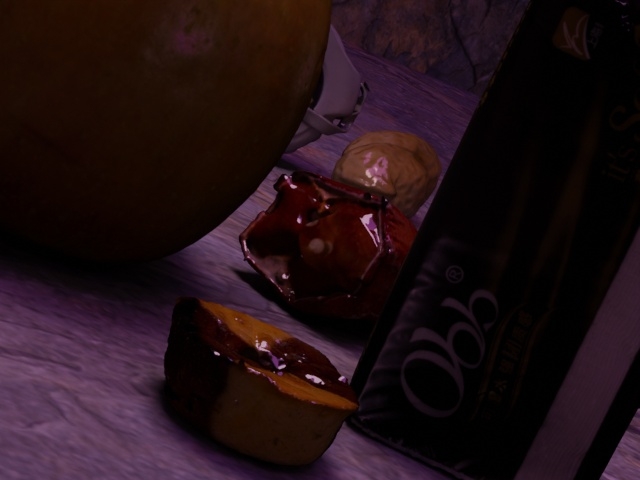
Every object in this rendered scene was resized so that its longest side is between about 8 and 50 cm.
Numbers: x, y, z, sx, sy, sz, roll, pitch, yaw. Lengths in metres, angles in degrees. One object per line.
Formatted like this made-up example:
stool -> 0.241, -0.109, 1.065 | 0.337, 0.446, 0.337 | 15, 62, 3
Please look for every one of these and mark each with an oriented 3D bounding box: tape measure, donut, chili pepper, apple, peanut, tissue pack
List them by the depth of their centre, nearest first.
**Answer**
donut -> -0.043, 0.088, 1.061 | 0.140, 0.059, 0.140 | 25, 11, -5
tissue pack -> 0.182, -0.011, 1.219 | 0.198, 0.370, 0.210 | 26, 11, 7
apple -> -0.170, -0.177, 1.270 | 0.374, 0.374, 0.384 | 21, 13, -26
chili pepper -> 0.047, 0.026, 1.481 | 0.144, 0.136, 0.253 | -17, -23, 25
peanut -> 0.075, -0.071, 1.960 | 0.117, 0.101, 0.263 | 2, 11, 8
tape measure -> -0.060, -0.201, 1.976 | 0.236, 0.197, 0.120 | 61, -8, -25
